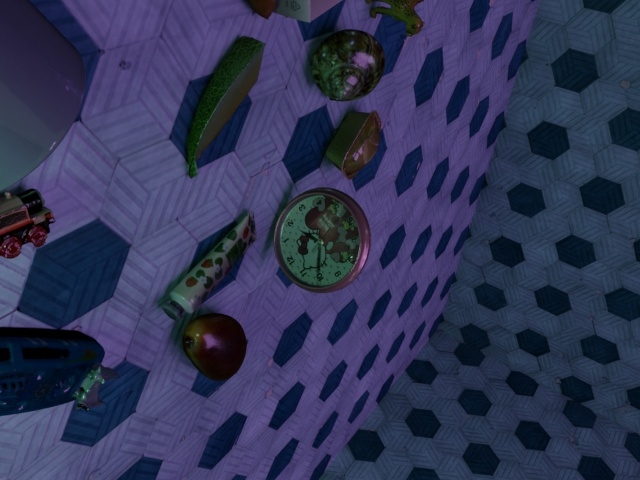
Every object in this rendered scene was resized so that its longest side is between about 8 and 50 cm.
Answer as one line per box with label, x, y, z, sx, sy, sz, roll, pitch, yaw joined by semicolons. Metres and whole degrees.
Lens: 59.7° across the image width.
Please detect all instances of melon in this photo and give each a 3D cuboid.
melon;-0.175;-0.229;0.975;0.261;0.053;0.114;-60;173;3

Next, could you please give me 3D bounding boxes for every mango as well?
mango;-0.225;0.238;1.240;0.267;0.111;0.133;78;34;-61

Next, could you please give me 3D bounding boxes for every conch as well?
conch;0.061;-0.357;1.186;0.181;0.124;0.187;-43;157;-30

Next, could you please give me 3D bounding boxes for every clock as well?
clock;0.001;0.000;1.278;0.056;0.245;0.244;-1;115;-65

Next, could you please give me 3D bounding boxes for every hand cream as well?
hand cream;-0.215;0.053;1.144;0.276;0.059;0.095;-51;155;-33

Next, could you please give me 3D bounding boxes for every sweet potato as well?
sweet potato;-0.101;-0.431;0.870;0.068;0.060;0.206;-26;157;0

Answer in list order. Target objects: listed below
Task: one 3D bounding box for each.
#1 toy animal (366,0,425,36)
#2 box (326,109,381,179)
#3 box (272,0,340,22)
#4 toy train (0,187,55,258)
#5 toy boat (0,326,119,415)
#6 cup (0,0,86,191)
toy animal;0.201;-0.545;1.252;0.181;0.136;0.073;-51;152;-25
box;0.091;-0.239;1.381;0.177;0.111;0.111;-60;155;-6
box;0.008;-0.524;0.949;0.251;0.106;0.203;-47;149;-33
toy train;-0.407;-0.019;0.706;0.138;0.050;0.086;-36;141;-45
toy boat;-0.438;0.211;0.829;0.134;0.092;0.299;-61;156;4
cup;-0.368;-0.190;0.437;0.205;0.206;0.312;-57;153;-13
